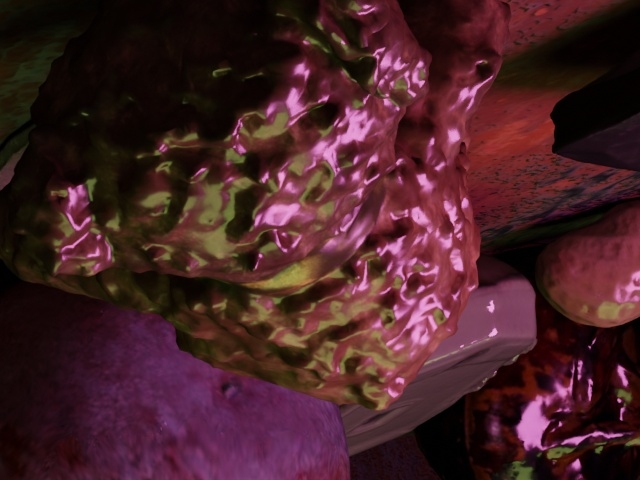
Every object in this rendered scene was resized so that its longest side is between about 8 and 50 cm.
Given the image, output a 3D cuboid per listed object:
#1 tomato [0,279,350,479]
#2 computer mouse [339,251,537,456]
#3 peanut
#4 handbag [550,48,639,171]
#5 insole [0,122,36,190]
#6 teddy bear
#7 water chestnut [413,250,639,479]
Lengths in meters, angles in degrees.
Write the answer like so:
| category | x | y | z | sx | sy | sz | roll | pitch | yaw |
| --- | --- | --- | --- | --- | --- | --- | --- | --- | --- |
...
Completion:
| category | x | y | z | sx | sy | sz | roll | pitch | yaw |
| --- | --- | --- | --- | --- | --- | --- | --- | --- | --- |
| tomato | -0.133 | 0.162 | 1.190 | 0.316 | 0.317 | 0.282 | -3 | 155 | -43 |
| computer mouse | 0.016 | 0.097 | 1.423 | 0.228 | 0.145 | 0.429 | -14 | 163 | -37 |
| peanut | 0.302 | 0.010 | 1.478 | 0.227 | 0.104 | 0.085 | -15 | 171 | 1 |
| handbag | 0.296 | -0.094 | 1.015 | 0.332 | 0.075 | 0.191 | -1 | 156 | -43 |
| insole | -0.155 | -0.042 | 0.914 | 0.063 | 0.010 | 0.192 | -3 | 165 | -39 |
| teddy bear | -0.033 | -0.053 | 0.722 | 0.246 | 0.222 | 0.296 | -21 | -149 | 6 |
| water chestnut | 0.241 | 0.148 | 1.632 | 0.300 | 0.300 | 0.300 | -13 | 169 | -3 |
